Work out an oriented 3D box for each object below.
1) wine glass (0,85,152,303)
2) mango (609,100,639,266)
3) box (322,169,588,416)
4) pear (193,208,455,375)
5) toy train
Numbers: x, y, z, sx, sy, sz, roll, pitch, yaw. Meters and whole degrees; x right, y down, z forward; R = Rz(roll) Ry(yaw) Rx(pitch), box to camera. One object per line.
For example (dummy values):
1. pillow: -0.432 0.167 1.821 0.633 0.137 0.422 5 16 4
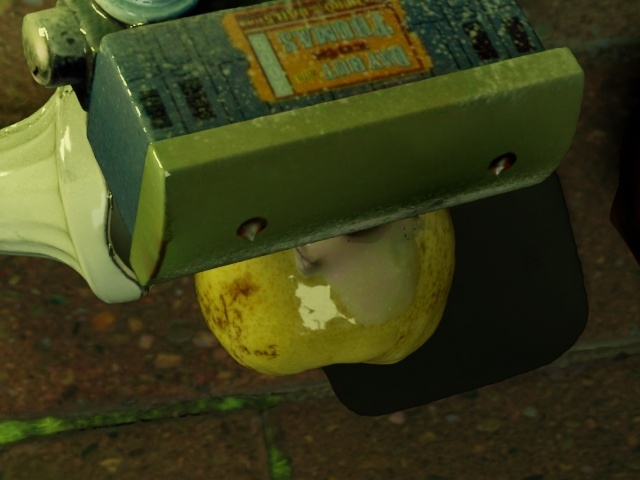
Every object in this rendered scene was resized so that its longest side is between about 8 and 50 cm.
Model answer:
1. wine glass: -0.208 -0.033 1.259 0.196 0.165 0.165 -5 125 7
2. mango: 0.298 -0.020 1.304 0.201 0.152 0.287 -18 122 19
3. box: 0.082 0.023 1.381 0.201 0.042 0.212 -18 124 7
4. pear: 0.000 0.000 1.249 0.178 0.178 0.178 -2 124 -3
5. toy train: -0.011 -0.097 1.152 0.300 0.202 0.131 -15 151 -22
